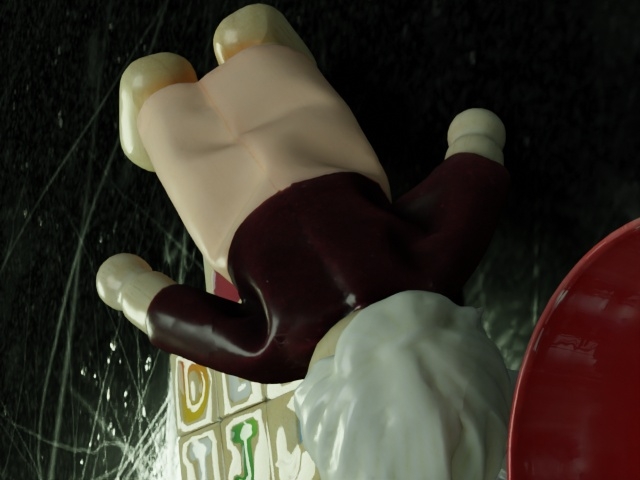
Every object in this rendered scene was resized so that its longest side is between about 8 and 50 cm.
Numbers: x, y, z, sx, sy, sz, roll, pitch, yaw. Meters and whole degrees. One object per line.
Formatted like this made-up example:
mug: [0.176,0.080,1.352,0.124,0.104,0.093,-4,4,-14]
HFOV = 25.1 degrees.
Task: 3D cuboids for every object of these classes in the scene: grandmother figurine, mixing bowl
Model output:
grandmother figurine: [0.000,0.000,0.686,0.208,0.104,0.342,-33,38,4]
mixing bowl: [0.159,0.082,0.492,0.181,0.098,0.181,-12,76,55]

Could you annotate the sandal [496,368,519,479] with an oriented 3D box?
sandal: [0.052,0.187,0.647,0.102,0.076,0.265,15,84,35]

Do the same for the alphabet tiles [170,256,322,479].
alphabet tiles: [-0.008,0.140,0.818,0.285,0.011,0.342,-29,62,52]
